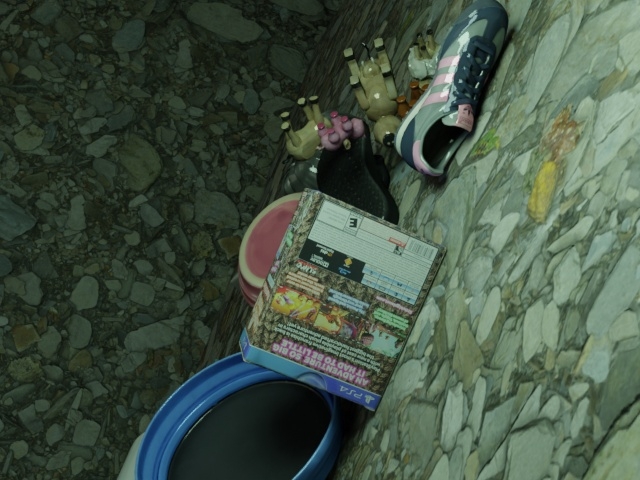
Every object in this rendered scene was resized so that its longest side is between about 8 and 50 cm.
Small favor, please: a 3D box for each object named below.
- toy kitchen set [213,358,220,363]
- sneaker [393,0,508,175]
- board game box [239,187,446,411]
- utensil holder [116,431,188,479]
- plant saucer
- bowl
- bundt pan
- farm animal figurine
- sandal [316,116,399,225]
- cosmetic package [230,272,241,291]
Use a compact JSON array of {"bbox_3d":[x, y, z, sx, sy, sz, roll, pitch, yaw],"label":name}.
[{"bbox_3d":[-0.181,0.285,2.048,0.207,0.166,0.122,-79,17,-45],"label":"toy kitchen set"},{"bbox_3d":[0.247,-0.253,1.374,0.319,0.112,0.131,-65,28,23],"label":"sneaker"},{"bbox_3d":[0.030,0.092,1.308,0.141,0.232,0.291,-145,79,-79],"label":"board game box"},{"bbox_3d":[-0.277,0.599,1.520,0.327,0.328,0.385,-57,12,39],"label":"utensil holder"},{"bbox_3d":[-0.066,0.016,1.826,0.332,0.084,0.332,-21,50,26],"label":"plant saucer"},{"bbox_3d":[-0.139,0.354,1.413,0.391,0.077,0.391,-19,32,13],"label":"bowl"},{"bbox_3d":[-0.006,-0.233,2.275,0.330,0.124,0.331,-59,9,15],"label":"bundt pan"},{"bbox_3d":[0.102,-0.273,1.672,0.172,0.330,0.326,63,-148,-45],"label":"farm animal figurine"},{"bbox_3d":[0.088,-0.113,1.754,0.167,0.107,0.445,-42,34,23],"label":"sandal"},{"bbox_3d":[-0.118,0.094,2.077,0.151,0.151,0.184,-49,6,-18],"label":"cosmetic package"}]
